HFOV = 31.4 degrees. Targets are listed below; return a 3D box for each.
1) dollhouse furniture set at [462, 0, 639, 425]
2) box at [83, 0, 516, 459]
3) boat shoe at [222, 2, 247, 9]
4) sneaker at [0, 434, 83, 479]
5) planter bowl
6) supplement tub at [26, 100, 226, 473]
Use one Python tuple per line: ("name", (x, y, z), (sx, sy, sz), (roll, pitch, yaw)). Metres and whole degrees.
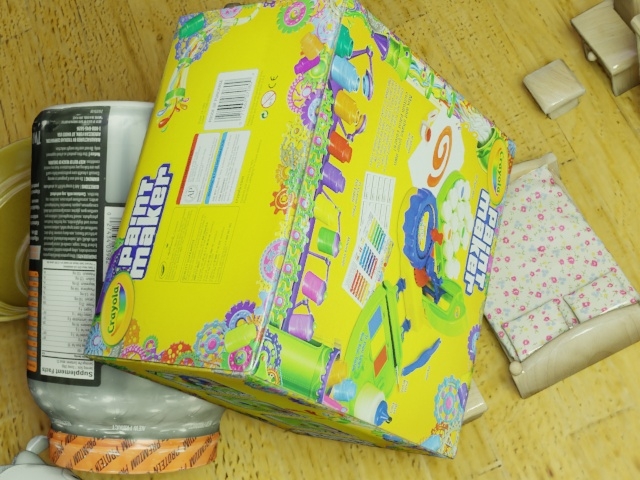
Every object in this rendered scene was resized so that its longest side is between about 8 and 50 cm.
("dollhouse furniture set", (0.188, -0.056, 1.018), (0.356, 0.174, 0.303), (-29, 57, 2))
("box", (0.000, 0.000, 0.930), (0.177, 0.279, 0.289), (1, 70, 39))
("boat shoe", (-0.050, -0.104, 1.171), (0.116, 0.123, 0.324), (1, 61, -20))
("sneaker", (-0.312, 0.344, 1.003), (0.366, 0.137, 0.210), (-44, 57, -12))
("planter bowl", (-0.290, 0.002, 1.199), (0.217, 0.090, 0.217), (-8, 61, 15))
("supplement tub", (-0.165, 0.040, 1.029), (0.194, 0.193, 0.315), (2, 91, 20))
